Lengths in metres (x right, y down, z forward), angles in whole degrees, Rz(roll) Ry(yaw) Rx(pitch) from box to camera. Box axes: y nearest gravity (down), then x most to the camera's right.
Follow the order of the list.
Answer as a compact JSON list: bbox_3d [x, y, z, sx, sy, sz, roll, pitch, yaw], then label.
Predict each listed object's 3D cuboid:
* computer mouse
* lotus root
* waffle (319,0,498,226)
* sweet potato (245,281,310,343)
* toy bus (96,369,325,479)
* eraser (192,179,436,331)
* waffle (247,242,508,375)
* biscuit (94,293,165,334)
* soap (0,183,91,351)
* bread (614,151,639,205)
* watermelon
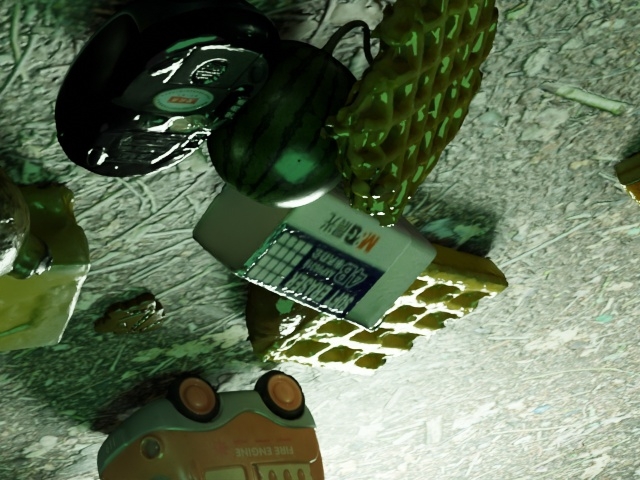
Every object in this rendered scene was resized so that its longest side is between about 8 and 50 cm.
[{"bbox_3d":[-0.133,-0.141,1.457,0.137,0.096,0.233,9,147,-38],"label":"computer mouse"},{"bbox_3d":[-0.323,-0.018,1.517,0.138,0.138,0.214,-30,141,20],"label":"lotus root"},{"bbox_3d":[0.088,-0.135,1.533,0.254,0.052,0.245,-61,159,-15],"label":"waffle"},{"bbox_3d":[-0.043,0.050,1.934,0.074,0.075,0.269,-13,149,-15],"label":"sweet potato"},{"bbox_3d":[-0.127,0.305,2.207,0.287,0.232,0.194,0,151,-40],"label":"toy bus"},{"bbox_3d":[0.000,0.000,1.801,0.130,0.086,0.287,-51,148,7],"label":"eraser"},{"bbox_3d":[0.068,0.079,2.093,0.248,0.055,0.221,-34,152,29],"label":"waffle"},{"bbox_3d":[-0.206,0.088,1.957,0.082,0.016,0.092,-28,152,16],"label":"biscuit"},{"bbox_3d":[-0.386,0.045,1.656,0.315,0.091,0.199,-6,153,-25],"label":"soap"},{"bbox_3d":[0.395,-0.079,2.034,0.090,0.035,0.094,-27,155,16],"label":"bread"},{"bbox_3d":[-0.021,-0.121,1.548,0.187,0.140,0.140,-61,150,-3],"label":"watermelon"}]
